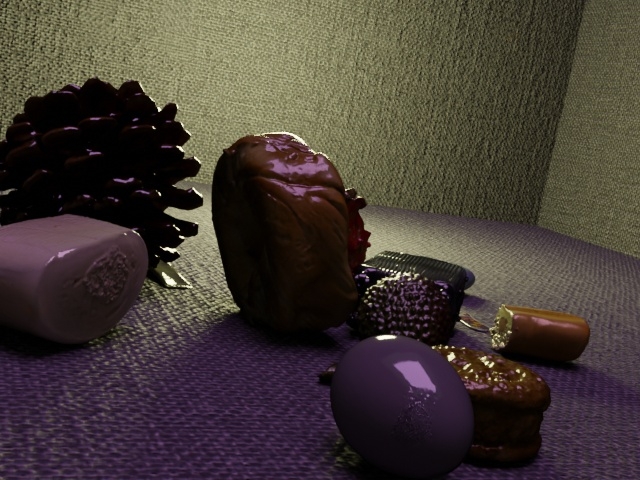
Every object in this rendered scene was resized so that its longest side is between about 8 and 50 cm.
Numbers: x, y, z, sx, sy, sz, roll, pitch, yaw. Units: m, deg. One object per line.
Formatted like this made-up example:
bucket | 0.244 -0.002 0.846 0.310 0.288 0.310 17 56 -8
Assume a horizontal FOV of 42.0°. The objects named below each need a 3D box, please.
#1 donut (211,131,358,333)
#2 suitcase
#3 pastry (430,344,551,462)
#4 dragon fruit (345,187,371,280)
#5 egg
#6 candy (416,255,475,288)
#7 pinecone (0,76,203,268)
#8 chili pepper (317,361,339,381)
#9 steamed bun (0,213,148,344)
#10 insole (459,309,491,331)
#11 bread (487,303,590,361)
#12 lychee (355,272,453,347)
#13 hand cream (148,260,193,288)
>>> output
donut | -0.066 -0.007 1.431 0.170 0.360 0.360 -12 18 -25
suitcase | 0.165 0.106 1.565 0.202 0.128 0.312 12 9 12
pastry | 0.202 0.206 1.072 0.189 0.103 0.189 11 9 -2
dragon fruit | 0.000 0.000 1.659 0.205 0.268 0.210 15 32 -24
egg | 0.091 0.186 0.939 0.146 0.146 0.199 4 23 -33
candy | 0.277 0.082 2.016 0.174 0.071 0.138 15 10 23
pinecone | -0.397 -0.092 1.562 0.398 0.397 0.398 10 9 -2
chili pepper | 0.097 0.197 1.209 0.202 0.050 0.052 9 -28 3
steamed bun | -0.383 0.056 1.206 0.200 0.154 0.250 11 15 24
insole | 0.301 0.162 1.762 0.065 0.004 0.197 7 9 -18
bread | 0.406 0.175 1.543 0.173 0.085 0.134 9 6 1
lychee | 0.127 0.134 1.303 0.171 0.171 0.171 10 9 -2
hand cream | -0.309 0.063 1.658 0.057 0.037 0.165 4 18 -34
